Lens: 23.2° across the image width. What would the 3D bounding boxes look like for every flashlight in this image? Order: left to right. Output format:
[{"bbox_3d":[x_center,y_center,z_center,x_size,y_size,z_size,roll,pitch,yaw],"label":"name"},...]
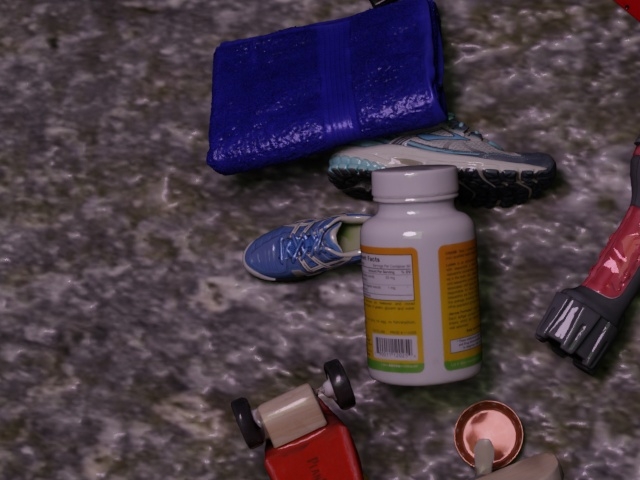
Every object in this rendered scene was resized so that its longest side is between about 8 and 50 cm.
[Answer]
[{"bbox_3d":[0.357,0.000,1.834,0.103,0.103,0.304,32,84,19],"label":"flashlight"}]

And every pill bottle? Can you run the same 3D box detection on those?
[{"bbox_3d":[0.116,0.037,1.826,0.136,0.136,0.246,-2,97,14],"label":"pill bottle"}]

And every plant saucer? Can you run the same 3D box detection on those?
[{"bbox_3d":[0.201,0.232,1.857,0.083,0.013,0.084,-4,73,14],"label":"plant saucer"}]

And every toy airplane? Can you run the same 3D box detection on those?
[{"bbox_3d":[0.037,0.350,1.731,0.386,0.272,0.384,8,45,31],"label":"toy airplane"}]

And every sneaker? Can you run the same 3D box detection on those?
[{"bbox_3d":[0.000,0.000,1.940,0.211,0.081,0.080,-13,73,13],"label":"sneaker"},{"bbox_3d":[0.151,-0.118,1.921,0.283,0.110,0.122,5,70,15],"label":"sneaker"}]

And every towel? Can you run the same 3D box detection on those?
[{"bbox_3d":[0.004,-0.202,1.953,0.308,0.076,0.228,-14,42,13],"label":"towel"}]

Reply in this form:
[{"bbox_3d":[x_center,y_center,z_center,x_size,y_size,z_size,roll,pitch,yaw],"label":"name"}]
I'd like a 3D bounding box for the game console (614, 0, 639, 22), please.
[{"bbox_3d":[0.424,-0.352,1.964,0.124,0.085,0.144,-33,66,-30],"label":"game console"}]

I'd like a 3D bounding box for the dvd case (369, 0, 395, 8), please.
[{"bbox_3d":[0.145,-0.434,2.057,0.253,0.022,0.180,-28,70,5],"label":"dvd case"}]
